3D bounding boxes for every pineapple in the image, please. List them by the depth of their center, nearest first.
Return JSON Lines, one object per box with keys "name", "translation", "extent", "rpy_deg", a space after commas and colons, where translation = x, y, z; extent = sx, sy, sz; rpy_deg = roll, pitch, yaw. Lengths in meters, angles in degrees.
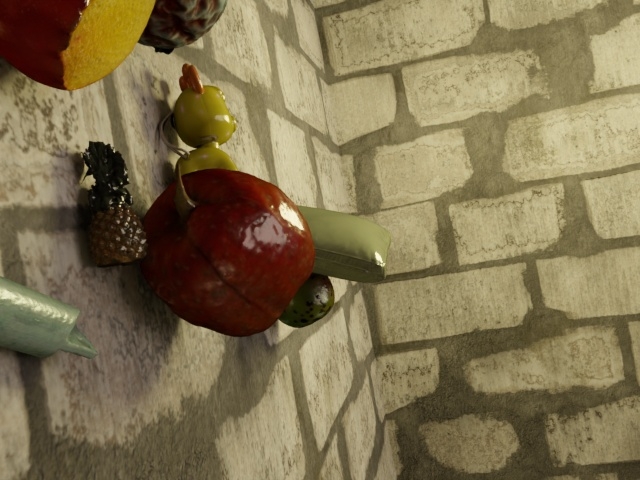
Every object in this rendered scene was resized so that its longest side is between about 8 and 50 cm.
{"name": "pineapple", "translation": [-0.264, -0.047, 0.711], "extent": [0.074, 0.074, 0.159], "rpy_deg": [7, 71, -77]}

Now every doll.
{"name": "doll", "translation": [-0.212, -0.191, 0.977], "extent": [0.143, 0.136, 0.220], "rpy_deg": [150, -74, -69]}

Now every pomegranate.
{"name": "pomegranate", "translation": [-0.059, 0.131, 1.314], "extent": [0.205, 0.159, 0.159], "rpy_deg": [-9, 90, -47]}

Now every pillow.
{"name": "pillow", "translation": [0.000, 0.000, 1.299], "extent": [0.255, 0.323, 0.119], "rpy_deg": [-67, 168, -68]}

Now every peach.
{"name": "peach", "translation": [-0.263, -0.254, 0.599], "extent": [0.192, 0.190, 0.190], "rpy_deg": [62, 5, 22]}

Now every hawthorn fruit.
{"name": "hawthorn fruit", "translation": [-0.140, 0.019, 0.839], "extent": [0.262, 0.258, 0.258], "rpy_deg": [-4, 84, -59]}

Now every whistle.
{"name": "whistle", "translation": [-0.301, 0.051, 0.483], "extent": [0.312, 0.062, 0.062], "rpy_deg": [55, 28, -62]}

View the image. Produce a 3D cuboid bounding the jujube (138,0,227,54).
{"name": "jujube", "translation": [-0.236, -0.409, 0.764], "extent": [0.317, 0.226, 0.225], "rpy_deg": [83, 3, -64]}
